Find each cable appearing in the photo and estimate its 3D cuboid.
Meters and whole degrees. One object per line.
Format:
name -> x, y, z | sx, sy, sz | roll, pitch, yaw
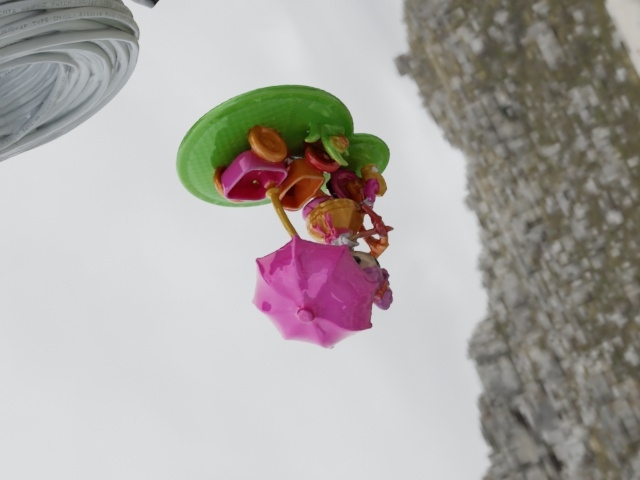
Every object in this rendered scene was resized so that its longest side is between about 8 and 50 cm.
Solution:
cable -> -0.277, -0.141, 0.921 | 0.089, 0.257, 0.257 | 61, 168, 10

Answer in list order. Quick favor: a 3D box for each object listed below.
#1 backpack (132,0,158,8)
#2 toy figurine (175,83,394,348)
backpack -> -0.308, -0.417, 1.099 | 0.355, 0.290, 0.273 | -4, -139, -38
toy figurine -> 0.000, 0.000, 0.757 | 0.173, 0.130, 0.159 | 10, -131, -40
